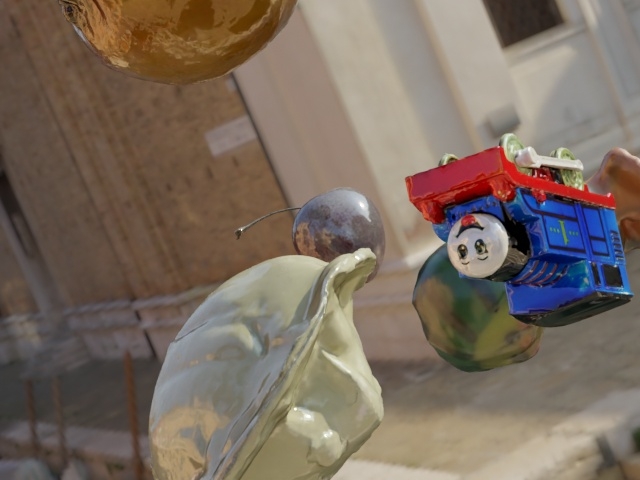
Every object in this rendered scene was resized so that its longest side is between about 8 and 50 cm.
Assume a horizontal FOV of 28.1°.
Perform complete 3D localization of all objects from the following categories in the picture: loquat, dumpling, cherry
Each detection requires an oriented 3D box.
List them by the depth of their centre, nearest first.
[{"bbox_3d":[-0.058,0.151,1.271,0.395,0.233,0.315,-56,-7,-25],"label":"dumpling"},{"bbox_3d":[-0.173,-0.352,1.568,0.328,0.329,0.328,-23,5,2],"label":"loquat"},{"bbox_3d":[0.003,0.007,1.770,0.188,0.148,0.115,-26,-1,-21],"label":"cherry"}]

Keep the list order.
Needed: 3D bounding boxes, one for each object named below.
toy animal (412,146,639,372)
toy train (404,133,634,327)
[{"bbox_3d":[0.262,0.021,1.598,0.338,0.191,0.216,-37,-34,-4],"label":"toy animal"},{"bbox_3d":[0.157,-0.006,0.973,0.082,0.131,0.204,-17,-14,33],"label":"toy train"}]
